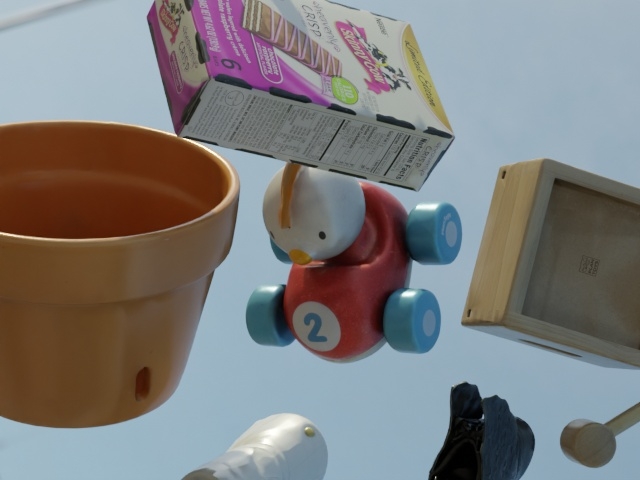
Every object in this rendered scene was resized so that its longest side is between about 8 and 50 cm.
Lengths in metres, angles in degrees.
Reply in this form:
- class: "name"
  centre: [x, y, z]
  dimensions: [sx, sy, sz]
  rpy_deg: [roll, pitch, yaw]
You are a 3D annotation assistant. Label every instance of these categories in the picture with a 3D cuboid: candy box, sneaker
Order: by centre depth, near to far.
- class: "sneaker"
  centre: [0.100, 0.177, 1.272]
  dimensions: [0.051, 0.089, 0.170]
  rpy_deg: [25, -75, 31]
- class: "candy box"
  centre: [-0.017, -0.138, 1.544]
  dimensions: [0.071, 0.233, 0.159]
  rpy_deg: [-56, -144, 34]
- class: "sneaker"
  centre: [-0.097, 0.267, 1.698]
  dimensions: [0.108, 0.169, 0.292]
  rpy_deg: [51, -47, 8]

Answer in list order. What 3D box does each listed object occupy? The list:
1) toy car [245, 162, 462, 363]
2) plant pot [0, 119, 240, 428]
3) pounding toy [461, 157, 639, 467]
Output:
- class: "toy car"
  centre: [0.000, 0.000, 2.007]
  dimensions: [0.219, 0.210, 0.238]
  rpy_deg: [1, -28, 31]
- class: "plant pot"
  centre: [-0.220, 0.034, 1.644]
  dimensions: [0.291, 0.291, 0.203]
  rpy_deg: [34, -52, 49]
- class: "pounding toy"
  centre: [0.203, 0.065, 1.368]
  dimensions: [0.094, 0.181, 0.206]
  rpy_deg: [174, -68, -72]
